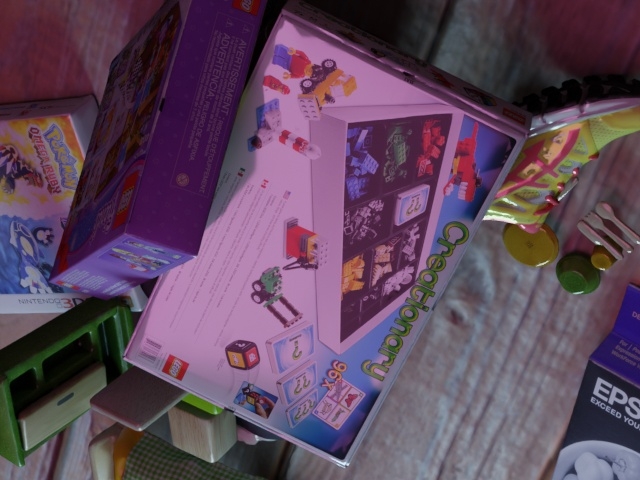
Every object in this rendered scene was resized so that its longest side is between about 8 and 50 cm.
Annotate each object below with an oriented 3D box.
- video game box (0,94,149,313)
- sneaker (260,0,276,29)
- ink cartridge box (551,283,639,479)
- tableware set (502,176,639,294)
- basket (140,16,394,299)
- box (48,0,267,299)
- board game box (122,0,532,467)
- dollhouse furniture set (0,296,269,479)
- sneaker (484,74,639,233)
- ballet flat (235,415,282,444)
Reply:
[{"bbox_3d":[-0.260,-0.028,1.527,0.187,0.048,0.205,-4,117,28],"label":"video game box"},{"bbox_3d":[-0.101,-0.223,1.316,0.166,0.065,0.076,42,114,-5],"label":"sneaker"},{"bbox_3d":[0.300,0.167,1.318,0.206,0.045,0.208,28,129,25],"label":"ink cartridge box"},{"bbox_3d":[0.175,-0.026,1.303,0.154,0.024,0.104,40,133,0],"label":"tableware set"},{"bbox_3d":[-0.020,-0.050,1.305,0.154,0.204,0.227,52,133,41],"label":"basket"},{"bbox_3d":[-0.129,-0.070,1.253,0.057,0.200,0.293,18,167,-16],"label":"box"},{"bbox_3d":[0.000,0.000,1.210,0.193,0.053,0.305,27,114,-1],"label":"board game box"},{"bbox_3d":[-0.166,0.228,1.486,0.198,0.151,0.301,20,129,34],"label":"dollhouse furniture set"},{"bbox_3d":[0.161,-0.056,1.229,0.209,0.081,0.094,-21,102,17],"label":"sneaker"},{"bbox_3d":[-0.078,0.142,1.517,0.203,0.074,0.074,26,129,20],"label":"ballet flat"}]
